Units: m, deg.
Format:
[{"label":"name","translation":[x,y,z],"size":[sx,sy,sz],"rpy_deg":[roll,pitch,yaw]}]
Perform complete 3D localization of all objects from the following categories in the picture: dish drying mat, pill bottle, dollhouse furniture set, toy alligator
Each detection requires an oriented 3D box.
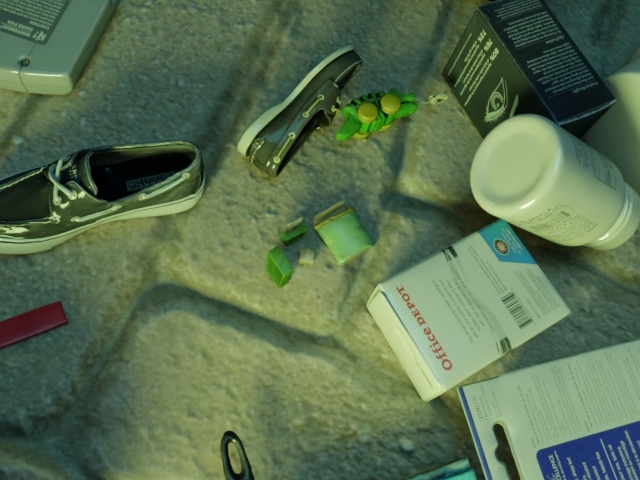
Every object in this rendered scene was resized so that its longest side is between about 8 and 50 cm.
[{"label":"dish drying mat","translation":[-0.345,0.100,0.788],"size":[0.083,0.008,0.032],"rpy_deg":[-21,72,-16]},{"label":"pill bottle","translation":[0.313,-0.064,0.861],"size":[0.229,0.131,0.131],"rpy_deg":[19,61,-37]},{"label":"dollhouse furniture set","translation":[0.000,0.000,0.860],"size":[0.151,0.058,0.076],"rpy_deg":[-29,76,-19]},{"label":"pill bottle","translation":[0.588,-0.233,0.969],"size":[0.392,0.224,0.224],"rpy_deg":[-31,76,-19]},{"label":"toy alligator","translation":[0.096,-0.195,0.959],"size":[0.189,0.056,0.051],"rpy_deg":[-24,74,-18]}]

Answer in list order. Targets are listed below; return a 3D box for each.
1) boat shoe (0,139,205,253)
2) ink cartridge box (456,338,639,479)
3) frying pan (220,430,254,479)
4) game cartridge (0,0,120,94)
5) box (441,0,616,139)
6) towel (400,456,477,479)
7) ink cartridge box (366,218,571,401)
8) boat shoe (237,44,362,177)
[{"label":"boat shoe","translation":[-0.289,-0.064,0.813],"size":[0.301,0.102,0.108],"rpy_deg":[-11,70,-14]},{"label":"ink cartridge box","translation":[0.353,0.227,0.824],"size":[0.370,0.069,0.176],"rpy_deg":[-10,70,-16]},{"label":"frying pan","translation":[-0.073,0.390,0.688],"size":[0.197,0.053,0.326],"rpy_deg":[-36,77,-23]},{"label":"game cartridge","translation":[-0.455,-0.313,0.917],"size":[0.297,0.062,0.198],"rpy_deg":[18,70,-2]},{"label":"box","translation":[0.288,-0.220,0.951],"size":[0.108,0.153,0.207],"rpy_deg":[-23,74,-19]},{"label":"towel","translation":[0.049,0.407,0.666],"size":[0.370,0.040,0.272],"rpy_deg":[-12,70,-21]},{"label":"ink cartridge box","translation":[0.182,0.086,0.840],"size":[0.203,0.086,0.148],"rpy_deg":[-26,73,-18]},{"label":"boat shoe","translation":[-0.014,-0.180,0.925],"size":[0.068,0.081,0.228],"rpy_deg":[42,74,6]}]
